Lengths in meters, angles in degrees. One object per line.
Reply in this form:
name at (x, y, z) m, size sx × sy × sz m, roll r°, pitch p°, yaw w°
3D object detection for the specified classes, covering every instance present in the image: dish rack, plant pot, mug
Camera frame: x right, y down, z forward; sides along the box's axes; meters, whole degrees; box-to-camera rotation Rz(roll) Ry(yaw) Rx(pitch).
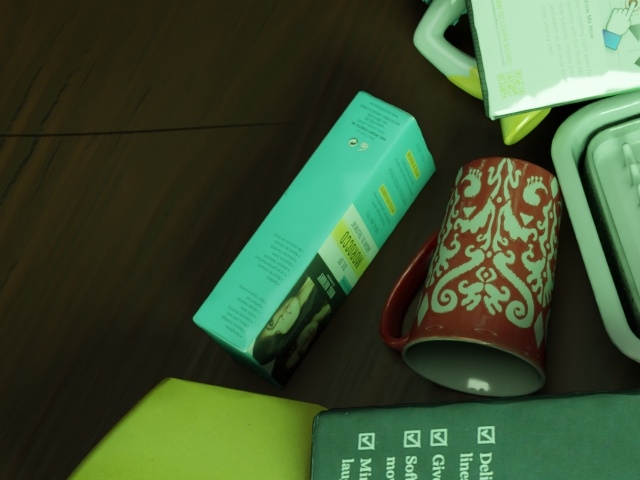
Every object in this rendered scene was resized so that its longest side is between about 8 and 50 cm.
dish rack at (0.362, -0.030, 0.939) m, size 0.333 × 0.072 × 0.285 m, roll -16°, pitch 46°, yaw 10°
plant pot at (-0.071, 0.225, 0.919) m, size 0.212 × 0.212 × 0.187 m, roll 7°, pitch 55°, yaw 21°
mug at (0.121, 0.025, 0.999) m, size 0.150 × 0.113 × 0.169 m, roll 6°, pitch 64°, yaw 19°

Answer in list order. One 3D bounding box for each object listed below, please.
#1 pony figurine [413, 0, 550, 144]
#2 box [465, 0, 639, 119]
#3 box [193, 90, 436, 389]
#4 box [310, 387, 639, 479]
pony figurine at (0.166, -0.310, 1.080) m, size 0.351 × 0.303 × 0.363 m, roll -41°, pitch 75°, yaw 6°
box at (0.265, -0.236, 0.942) m, size 0.322 × 0.058 × 0.232 m, roll -10°, pitch 98°, yaw 7°
box at (0.000, 0.000, 1.053) m, size 0.060 × 0.100 × 0.244 m, roll 30°, pitch 77°, yaw 27°
box at (0.203, 0.262, 0.778) m, size 0.395 × 0.212 × 0.293 m, roll -6°, pitch 63°, yaw 22°
